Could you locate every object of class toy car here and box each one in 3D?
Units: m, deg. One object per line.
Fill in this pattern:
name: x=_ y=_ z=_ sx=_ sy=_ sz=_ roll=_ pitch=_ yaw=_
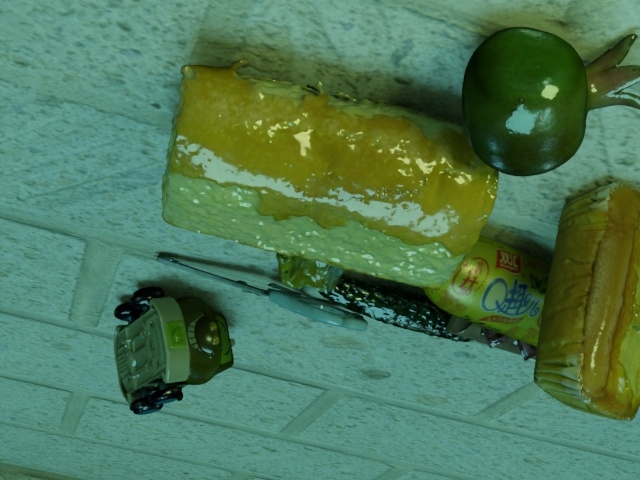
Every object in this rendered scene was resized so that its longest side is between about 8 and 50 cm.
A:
toy car: x=-0.246 y=0.191 z=1.722 sx=0.198 sy=0.204 sz=0.248 roll=-3 pitch=162 yaw=-33

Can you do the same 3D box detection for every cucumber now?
cucumber: x=0.113 y=0.105 z=1.554 sx=0.293 sy=0.068 sz=0.067 roll=15 pitch=151 yaw=-12

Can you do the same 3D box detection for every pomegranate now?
pomegranate: x=0.239 y=-0.152 z=0.997 sx=0.191 sy=0.131 sz=0.152 roll=-19 pitch=142 yaw=3

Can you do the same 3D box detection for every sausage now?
sausage: x=0.286 y=0.079 z=1.396 sx=0.347 sy=0.123 sz=0.123 roll=21 pitch=149 yaw=-20

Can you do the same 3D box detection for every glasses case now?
glasses case: x=0.308 y=0.131 z=1.523 sx=0.193 sy=0.102 sz=0.070 roll=18 pitch=-166 yaw=-19

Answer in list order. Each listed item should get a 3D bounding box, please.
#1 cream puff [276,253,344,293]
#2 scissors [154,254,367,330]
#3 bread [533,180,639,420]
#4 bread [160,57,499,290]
cream puff: x=-0.001 y=0.000 z=1.326 sx=0.156 sy=0.156 sz=0.121 roll=-1 pitch=120 yaw=17
scissors: x=-0.097 y=0.079 z=1.561 sx=0.360 sy=0.029 sz=0.191 roll=20 pitch=-179 yaw=0
bread: x=0.354 y=0.080 z=1.221 sx=0.152 sy=0.288 sz=0.119 roll=32 pitch=153 yaw=-36
bread: x=0.004 y=-0.080 z=1.135 sx=0.375 sy=0.165 sz=0.236 roll=12 pitch=149 yaw=-5
